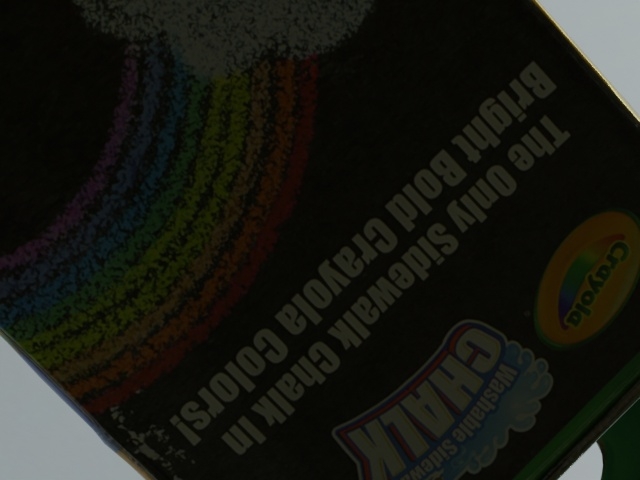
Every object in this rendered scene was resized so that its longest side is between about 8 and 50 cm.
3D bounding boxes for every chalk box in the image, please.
[{"bbox_3d":[0.000,0.000,0.621,0.180,0.179,0.289,-43,-76,-3],"label":"chalk box"}]
